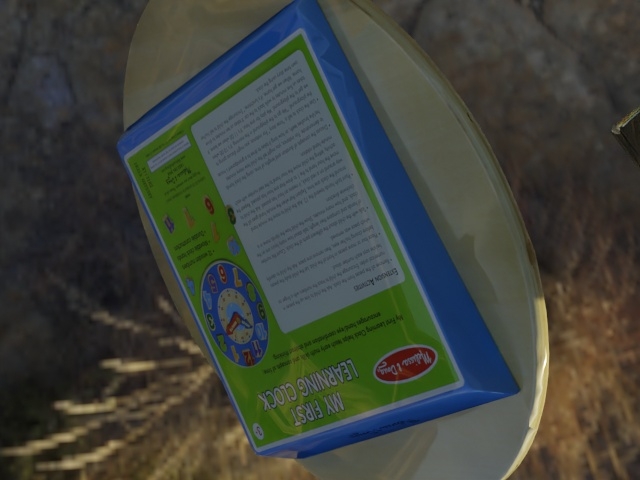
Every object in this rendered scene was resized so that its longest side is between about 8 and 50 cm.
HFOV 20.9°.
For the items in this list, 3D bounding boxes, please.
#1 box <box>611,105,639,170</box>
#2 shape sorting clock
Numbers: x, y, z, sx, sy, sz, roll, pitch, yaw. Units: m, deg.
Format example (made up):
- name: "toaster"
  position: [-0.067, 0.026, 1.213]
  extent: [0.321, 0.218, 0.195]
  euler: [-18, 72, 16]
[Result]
- name: "box"
  position: [0.231, 0.001, 0.439]
  extent: [0.079, 0.257, 0.322]
  euler: [-35, 175, -20]
- name: "shape sorting clock"
  position: [0.000, 0.000, 0.594]
  extent: [0.040, 0.206, 0.206]
  euler: [-23, 146, -34]
